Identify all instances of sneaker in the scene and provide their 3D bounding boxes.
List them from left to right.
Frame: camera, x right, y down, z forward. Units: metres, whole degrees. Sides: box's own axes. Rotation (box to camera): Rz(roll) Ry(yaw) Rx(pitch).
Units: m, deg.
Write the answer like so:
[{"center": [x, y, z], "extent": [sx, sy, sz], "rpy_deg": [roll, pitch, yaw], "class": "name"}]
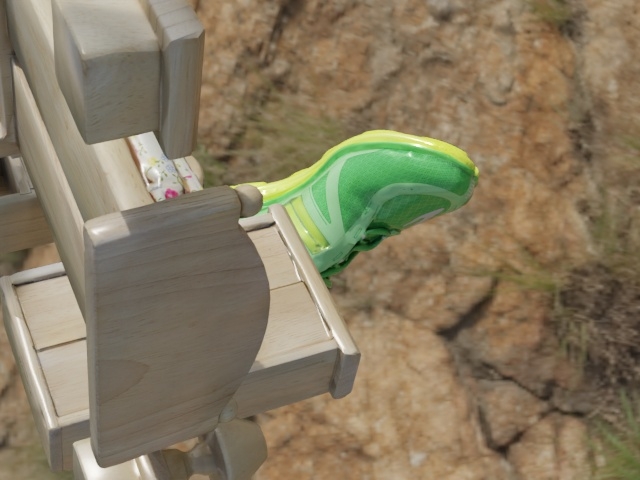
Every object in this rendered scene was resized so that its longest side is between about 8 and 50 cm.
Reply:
[{"center": [0.000, 0.000, 1.005], "extent": [0.296, 0.109, 0.123], "rpy_deg": [-19, 59, 25], "class": "sneaker"}]

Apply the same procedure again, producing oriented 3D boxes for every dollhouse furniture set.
[{"center": [-0.066, -0.060, 0.570], "extent": [0.355, 0.174, 0.303], "rpy_deg": [102, 147, -48], "class": "dollhouse furniture set"}]
